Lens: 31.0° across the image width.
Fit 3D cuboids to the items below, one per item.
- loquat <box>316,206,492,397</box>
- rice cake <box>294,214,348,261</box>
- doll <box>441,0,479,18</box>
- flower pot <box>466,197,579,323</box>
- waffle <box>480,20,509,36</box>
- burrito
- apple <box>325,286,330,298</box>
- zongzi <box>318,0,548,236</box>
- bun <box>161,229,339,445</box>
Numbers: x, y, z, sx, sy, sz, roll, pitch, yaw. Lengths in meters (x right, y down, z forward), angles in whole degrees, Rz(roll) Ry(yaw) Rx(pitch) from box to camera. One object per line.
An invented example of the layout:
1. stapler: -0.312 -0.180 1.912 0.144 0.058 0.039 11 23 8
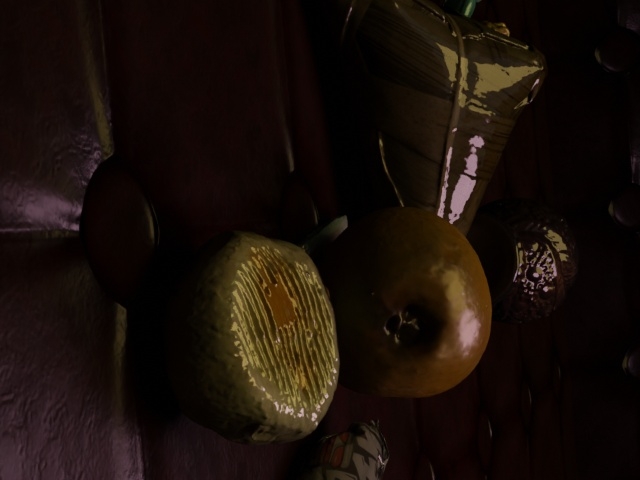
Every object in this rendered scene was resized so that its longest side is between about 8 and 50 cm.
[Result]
1. loquat: 0.112 0.092 1.623 0.275 0.274 0.275 -5 90 -69
2. rice cake: 0.000 -0.001 1.684 0.033 0.033 0.207 71 22 -8
3. doll: 0.237 -0.452 1.892 0.158 0.059 0.159 -47 134 -35
4. flower pot: 0.361 0.041 2.335 0.267 0.266 0.267 0 85 -59
5. waffle: 0.265 -0.254 2.192 0.261 0.151 0.324 175 -76 -89
6. burrito: 0.009 0.372 1.527 0.139 0.101 0.445 66 29 -29
7. apple: -0.037 0.100 1.475 0.114 0.099 0.102 -114 -158 -73
8. zongzi: 0.061 -0.161 1.825 0.500 0.466 0.218 -67 -160 4
9. bun: -0.083 0.114 1.280 0.244 0.153 0.244 22 60 -45
